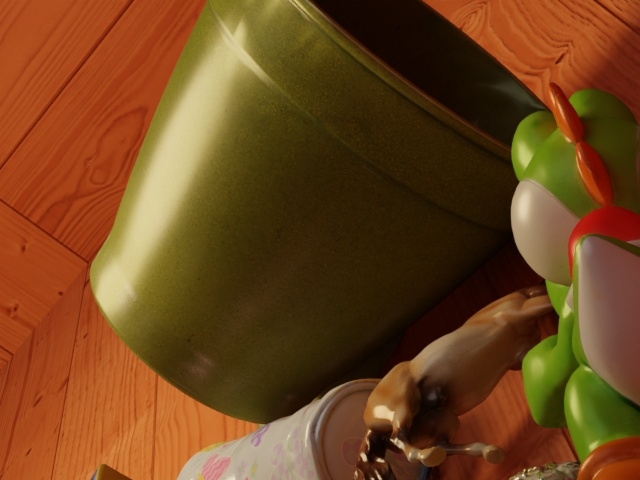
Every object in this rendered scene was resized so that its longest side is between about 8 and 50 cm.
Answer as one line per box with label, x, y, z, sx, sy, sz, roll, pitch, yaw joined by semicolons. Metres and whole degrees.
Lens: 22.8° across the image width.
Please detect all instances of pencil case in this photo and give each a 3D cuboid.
pencil case;-0.021;0.198;1.323;0.273;0.113;0.124;-33;36;53

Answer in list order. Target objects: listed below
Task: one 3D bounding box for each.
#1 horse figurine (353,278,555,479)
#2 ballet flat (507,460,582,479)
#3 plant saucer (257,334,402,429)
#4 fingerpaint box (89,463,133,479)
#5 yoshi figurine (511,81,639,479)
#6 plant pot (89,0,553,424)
horse figurine;0.109;0.106;1.152;0.263;0.066;0.174;-41;18;-15
ballet flat;0.103;0.212;1.040;0.241;0.091;0.077;-34;-7;39
plant saucer;0.006;0.109;1.587;0.241;0.037;0.241;-48;16;18
fingerpaint box;-0.174;0.388;0.845;0.371;0.163;0.445;-54;13;15
yoshi figurine;0.208;0.053;0.946;0.362;0.203;0.203;-100;20;-52
plant pot;-0.017;-0.040;1.402;0.353;0.366;0.366;-52;15;17
